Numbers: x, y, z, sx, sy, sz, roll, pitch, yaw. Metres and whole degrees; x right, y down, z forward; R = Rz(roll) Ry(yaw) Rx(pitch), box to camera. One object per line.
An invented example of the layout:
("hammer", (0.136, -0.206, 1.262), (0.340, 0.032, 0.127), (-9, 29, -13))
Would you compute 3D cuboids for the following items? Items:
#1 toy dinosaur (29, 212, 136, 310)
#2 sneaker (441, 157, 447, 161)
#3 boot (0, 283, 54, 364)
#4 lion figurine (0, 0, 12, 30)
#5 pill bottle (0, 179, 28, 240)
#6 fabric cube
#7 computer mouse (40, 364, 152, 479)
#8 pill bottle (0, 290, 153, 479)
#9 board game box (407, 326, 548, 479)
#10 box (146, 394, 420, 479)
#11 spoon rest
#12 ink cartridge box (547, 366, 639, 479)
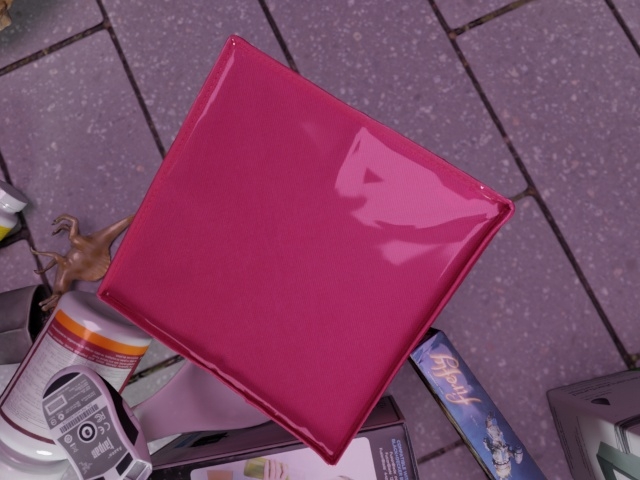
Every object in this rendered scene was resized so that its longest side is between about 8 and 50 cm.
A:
("toy dinosaur", (-0.324, 0.008, 0.642), (0.092, 0.053, 0.183), (42, 76, -10))
("sneaker", (0.133, -0.052, 0.606), (0.042, 0.067, 0.118), (22, 84, 6))
("boot", (-0.461, 0.161, 0.617), (0.208, 0.076, 0.190), (-5, 83, -4))
("lion figurine", (-0.372, -0.442, 0.655), (0.392, 0.142, 0.240), (-16, 89, -3))
("pill bottle", (-0.460, -0.025, 0.637), (0.065, 0.065, 0.116), (43, 87, 8))
("fabric cube", (0.000, 0.000, 0.483), (0.259, 0.258, 0.254), (34, 100, 7))
("computer mouse", (-0.192, 0.203, 0.444), (0.106, 0.042, 0.193), (-33, 81, 1))
("pill bottle", (-0.311, 0.183, 0.573), (0.121, 0.121, 0.221), (29, 86, 7))
("board game box", (0.175, 0.208, 0.520), (0.042, 0.165, 0.243), (-34, 81, -2))
("box", (-0.042, 0.255, 0.527), (0.289, 0.169, 0.087), (-11, 79, 3))
("spoon rest", (-0.140, 0.175, 0.544), (0.276, 0.084, 0.137), (-19, 93, -25))
("ink cartridge box", (0.392, 0.202, 0.445), (0.211, 0.289, 0.122), (-15, 82, 1))
